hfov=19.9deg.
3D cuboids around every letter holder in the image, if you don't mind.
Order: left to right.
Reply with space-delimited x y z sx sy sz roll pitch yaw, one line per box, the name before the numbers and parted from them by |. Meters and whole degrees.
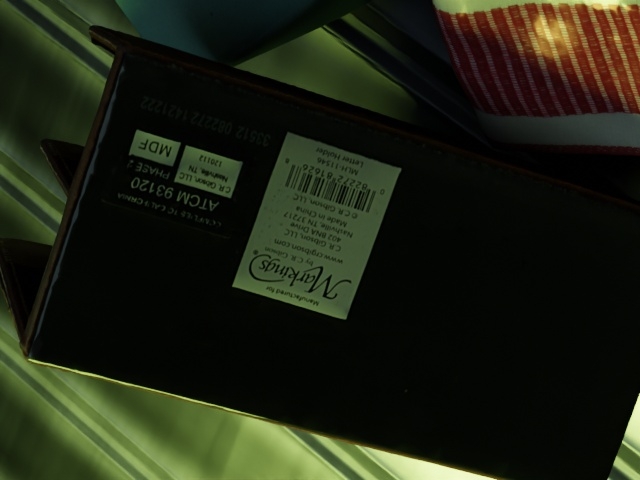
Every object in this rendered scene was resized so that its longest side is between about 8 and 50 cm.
letter holder | 0.000 0.000 0.950 0.214 0.301 0.152 -138 66 -70

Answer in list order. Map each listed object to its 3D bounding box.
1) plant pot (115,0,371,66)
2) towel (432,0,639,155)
plant pot | -0.014 -0.193 0.945 0.165 0.165 0.234 54 134 5
towel | 0.148 -0.128 0.763 0.237 0.037 0.329 5 150 20
